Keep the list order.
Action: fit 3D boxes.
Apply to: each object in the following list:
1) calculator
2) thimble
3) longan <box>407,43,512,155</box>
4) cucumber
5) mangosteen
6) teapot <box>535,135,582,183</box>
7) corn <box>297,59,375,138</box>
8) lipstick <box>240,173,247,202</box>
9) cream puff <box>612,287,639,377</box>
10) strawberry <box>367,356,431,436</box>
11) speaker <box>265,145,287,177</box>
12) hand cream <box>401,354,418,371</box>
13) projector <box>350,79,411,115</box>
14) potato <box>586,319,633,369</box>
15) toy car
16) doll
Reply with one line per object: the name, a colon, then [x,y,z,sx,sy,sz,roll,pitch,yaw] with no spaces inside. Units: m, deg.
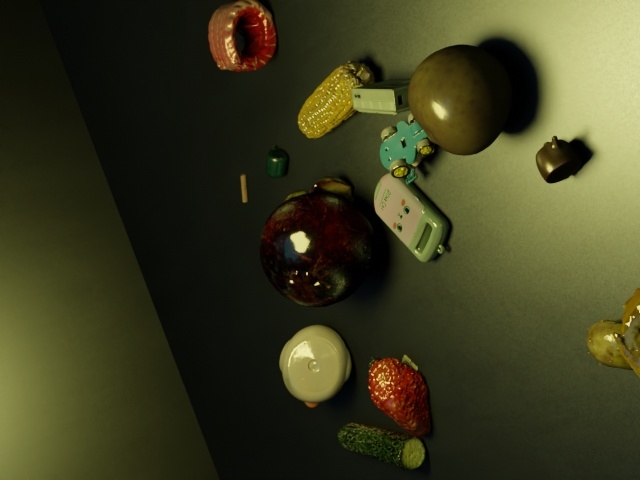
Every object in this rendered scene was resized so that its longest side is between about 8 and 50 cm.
calculator: [0.216,-0.056,1.873,0.246,0.045,0.141,50,143,28]
thimble: [-0.212,-0.558,2.142,0.125,0.163,0.189,14,104,54]
longan: [0.276,-0.276,1.531,0.220,0.196,0.196,64,148,26]
cucumber: [0.159,0.583,2.258,0.359,0.096,0.096,-9,99,60]
mangosteen: [-0.003,0.010,2.025,0.330,0.330,0.330,32,132,45]
teapot: [0.437,-0.151,1.467,0.121,0.076,0.068,69,178,-65]
corn: [0.032,-0.345,1.940,0.318,0.115,0.115,-31,80,57]
lipstick: [-0.246,-0.168,2.534,0.019,0.019,0.094,29,130,47]
cream puff: [0.607,0.138,1.164,0.324,0.257,0.291,49,139,42]
strawberry: [0.197,0.415,2.059,0.236,0.107,0.175,41,126,16]
speaker: [-0.137,-0.233,2.296,0.094,0.060,0.075,44,138,36]
hand cream: [0.222,0.383,2.117,0.057,0.037,0.165,44,132,37]
projector: [0.157,-0.320,1.754,0.147,0.115,0.061,17,122,52]
potato: [0.557,0.195,1.463,0.138,0.070,0.091,7,113,55]
toy car: [0.217,-0.214,1.770,0.161,0.098,0.126,-34,50,28]
doll: [-0.012,0.376,2.347,0.221,0.221,0.251,1,85,56]
